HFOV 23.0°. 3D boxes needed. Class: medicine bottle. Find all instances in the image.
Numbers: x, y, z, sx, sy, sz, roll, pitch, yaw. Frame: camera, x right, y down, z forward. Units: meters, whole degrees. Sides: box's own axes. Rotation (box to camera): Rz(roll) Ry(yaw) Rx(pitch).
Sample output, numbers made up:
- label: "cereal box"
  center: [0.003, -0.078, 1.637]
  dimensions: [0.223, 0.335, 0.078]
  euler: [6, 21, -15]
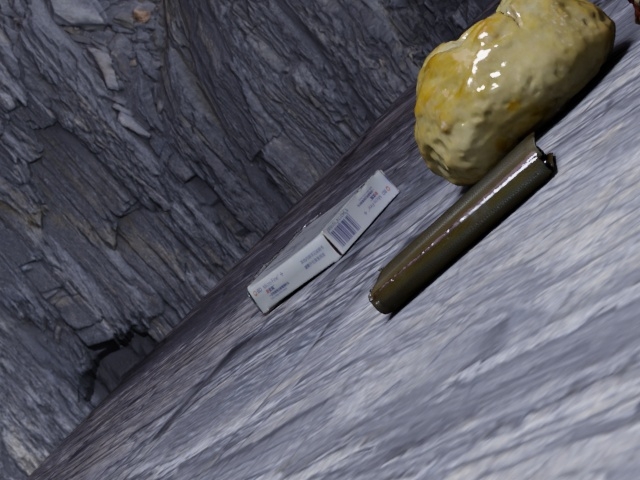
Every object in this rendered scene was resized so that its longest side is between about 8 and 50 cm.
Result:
- label: "medicine bottle"
  center: [0.000, 0.000, 2.171]
  dimensions: [0.201, 0.052, 0.171]
  euler: [-37, 8, 46]

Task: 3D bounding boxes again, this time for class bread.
- label: "bread"
  center: [0.187, -0.171, 1.644]
  dimensions: [0.244, 0.134, 0.244]
  euler: [-41, 3, 2]

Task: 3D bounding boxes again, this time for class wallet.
- label: "wallet"
  center: [0.126, -0.016, 1.401]
  dimensions: [0.198, 0.031, 0.110]
  euler: [-42, 4, 14]

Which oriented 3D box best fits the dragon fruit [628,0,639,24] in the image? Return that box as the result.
- label: "dragon fruit"
  center: [0.307, -0.261, 1.356]
  dimensions: [0.218, 0.224, 0.148]
  euler: [21, -100, -59]
